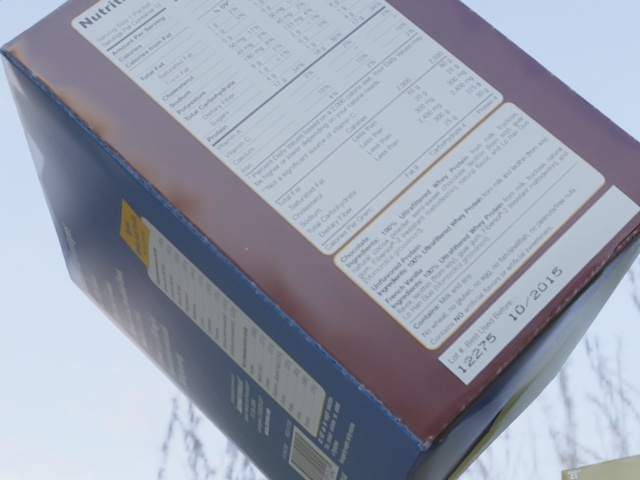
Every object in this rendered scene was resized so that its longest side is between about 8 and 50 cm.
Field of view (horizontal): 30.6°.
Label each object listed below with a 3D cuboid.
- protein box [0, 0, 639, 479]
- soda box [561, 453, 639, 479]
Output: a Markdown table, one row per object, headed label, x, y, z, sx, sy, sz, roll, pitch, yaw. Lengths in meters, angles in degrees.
| label | x | y | z | sx | sy | sz | roll | pitch | yaw |
| --- | --- | --- | --- | --- | --- | --- | --- | --- | --- |
| protein box | 0.000 | 0.000 | 0.479 | 0.201 | 0.136 | 0.200 | 43 | -22 | 16 |
| soda box | 0.232 | 0.235 | 0.842 | 0.061 | 0.058 | 0.181 | -17 | -55 | 22 |
